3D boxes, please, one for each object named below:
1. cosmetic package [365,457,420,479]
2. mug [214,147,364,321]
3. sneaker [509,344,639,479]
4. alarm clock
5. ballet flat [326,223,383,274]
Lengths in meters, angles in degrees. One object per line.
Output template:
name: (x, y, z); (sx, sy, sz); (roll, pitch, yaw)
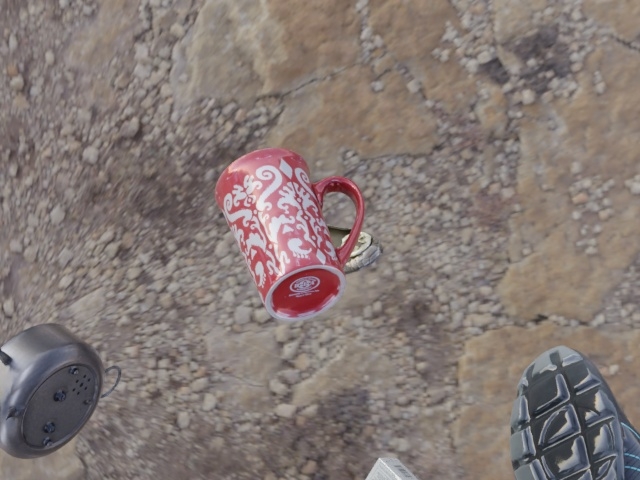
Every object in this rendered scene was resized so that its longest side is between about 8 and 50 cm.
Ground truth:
cosmetic package: (0.075, 0.335, 1.411); (0.041, 0.060, 0.115); (15, 111, -51)
mug: (-0.026, -0.013, 1.228); (0.150, 0.113, 0.169); (-31, 50, 10)
sneaker: (0.225, 0.207, 0.849); (0.106, 0.101, 0.267); (14, 49, -44)
alarm clock: (-0.261, 0.150, 1.118); (0.064, 0.192, 0.129); (28, 104, 26)
ballet flat: (0.000, 0.000, 1.642); (0.084, 0.250, 0.058); (-36, 115, -23)
